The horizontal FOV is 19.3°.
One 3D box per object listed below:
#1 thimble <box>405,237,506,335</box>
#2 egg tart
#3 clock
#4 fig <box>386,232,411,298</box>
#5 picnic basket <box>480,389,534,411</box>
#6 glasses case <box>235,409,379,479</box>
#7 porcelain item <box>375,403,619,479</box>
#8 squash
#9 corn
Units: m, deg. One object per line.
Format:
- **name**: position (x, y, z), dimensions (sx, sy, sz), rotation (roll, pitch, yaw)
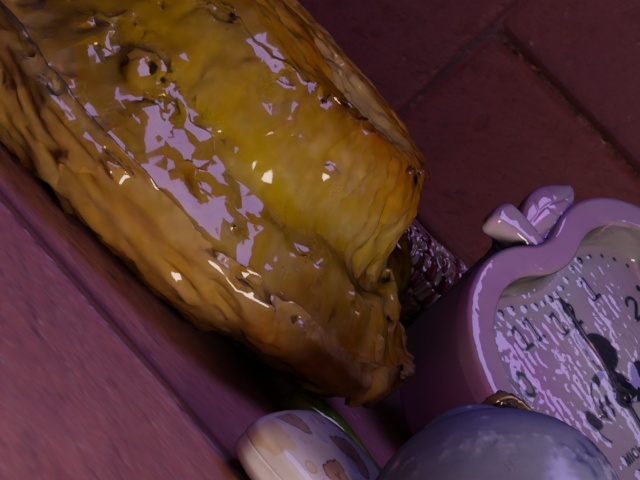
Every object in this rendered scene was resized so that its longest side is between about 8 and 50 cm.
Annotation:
- **thimble**: position (0.201, 0.139, 1.759), dimensions (0.271, 0.150, 0.271), rotation (46, 6, -6)
- **egg tart**: position (-0.070, -0.082, 1.261), dimensions (0.443, 0.178, 0.443), rotation (45, 8, -8)
- **clock**: position (0.216, 0.119, 1.505), dimensions (0.338, 0.102, 0.338), rotation (23, 48, -28)
- **fig**: position (0.010, -0.005, 1.550), dimensions (0.136, 0.121, 0.153), rotation (47, 4, -41)
- **picnic basket**: position (0.129, 0.184, 1.159), dimensions (0.164, 0.115, 0.079), rotation (46, 7, 5)
- **glasses case**: position (-0.004, 0.122, 1.013), dimensions (0.063, 0.041, 0.164), rotation (48, 7, 13)
- **porcelain item**: position (0.097, 0.177, 0.929), dimensions (0.141, 0.141, 0.259), rotation (43, 15, -26)
- **squash**: position (0.010, 0.126, 1.172), dimensions (0.089, 0.027, 0.027), rotation (47, 6, -5)
- **corn**: position (0.066, 0.020, 1.903), dimensions (0.290, 0.098, 0.098), rotation (33, 14, -50)
